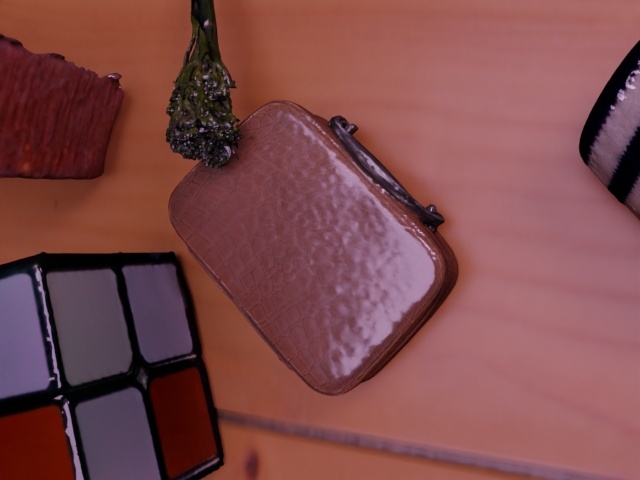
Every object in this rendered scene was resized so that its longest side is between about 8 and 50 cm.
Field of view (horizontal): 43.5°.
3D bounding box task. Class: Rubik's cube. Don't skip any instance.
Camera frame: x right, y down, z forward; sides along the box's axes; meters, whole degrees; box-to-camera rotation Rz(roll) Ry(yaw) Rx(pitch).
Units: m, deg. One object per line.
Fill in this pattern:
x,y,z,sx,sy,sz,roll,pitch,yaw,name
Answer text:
-0.195,0.111,0.580,0.167,0.183,0.180,-15,82,20,Rubik's cube

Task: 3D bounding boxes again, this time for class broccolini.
-0.086,-0.160,0.582,0.051,0.054,0.239,0,65,-10,broccolini

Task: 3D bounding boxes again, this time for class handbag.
0.000,0.000,0.570,0.151,0.072,0.193,-43,75,14,handbag

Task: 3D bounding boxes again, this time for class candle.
-0.301,-0.106,0.602,0.317,0.287,0.131,26,104,61,candle

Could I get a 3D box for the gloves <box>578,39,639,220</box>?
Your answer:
0.265,-0.027,0.449,0.219,0.131,0.140,39,104,25,gloves
